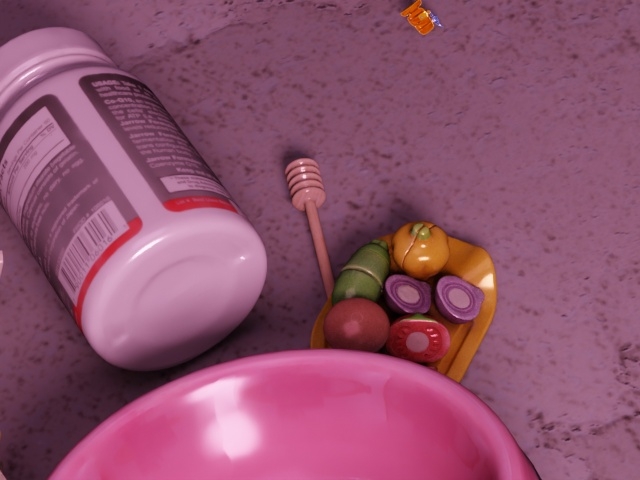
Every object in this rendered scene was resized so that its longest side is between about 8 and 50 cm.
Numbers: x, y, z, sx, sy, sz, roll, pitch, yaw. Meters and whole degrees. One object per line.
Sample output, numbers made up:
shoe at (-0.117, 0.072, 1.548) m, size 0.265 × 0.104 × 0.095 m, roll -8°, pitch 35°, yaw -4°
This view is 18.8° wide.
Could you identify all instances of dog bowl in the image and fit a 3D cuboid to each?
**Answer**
dog bowl at (-0.023, 0.230, 1.286) m, size 0.407 × 0.150 × 0.408 m, roll -8°, pitch 34°, yaw 6°

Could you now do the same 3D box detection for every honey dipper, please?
honey dipper at (0.000, 0.000, 1.611) m, size 0.030 × 0.030 × 0.161 m, roll -15°, pitch 53°, yaw 0°

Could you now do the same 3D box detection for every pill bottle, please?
pill bottle at (-0.176, -0.041, 1.596) m, size 0.161 × 0.161 × 0.283 m, roll -29°, pitch 52°, yaw -11°

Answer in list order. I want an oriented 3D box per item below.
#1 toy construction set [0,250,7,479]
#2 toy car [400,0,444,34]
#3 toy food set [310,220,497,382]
toy construction set at (-0.330, 0.122, 1.505) m, size 0.215 × 0.151 × 0.328 m, roll -11°, pitch 51°, yaw 0°
toy car at (0.131, -0.230, 1.768) m, size 0.122 × 0.060 × 0.040 m, roll -38°, pitch 97°, yaw 3°
toy food set at (0.058, 0.063, 1.510) m, size 0.128 × 0.071 × 0.218 m, roll 21°, pitch 59°, yaw 14°
